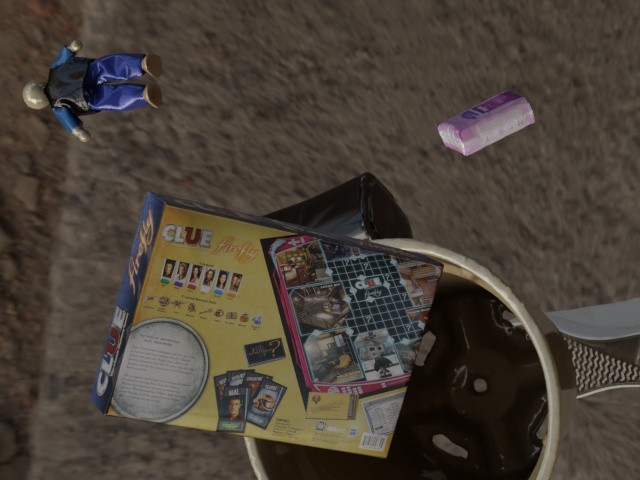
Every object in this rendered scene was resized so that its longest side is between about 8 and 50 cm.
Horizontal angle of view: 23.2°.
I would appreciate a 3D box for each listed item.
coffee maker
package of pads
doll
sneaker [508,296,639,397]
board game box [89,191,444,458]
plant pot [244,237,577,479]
[{"bbox_3d":[0.000,0.000,1.874,0.178,0.171,0.120,-23,67,27],"label":"coffee maker"},{"bbox_3d":[0.161,-0.114,1.513,0.083,0.050,0.032,-26,113,-11],"label":"package of pads"},{"bbox_3d":[-0.290,-0.187,1.943,0.189,0.046,0.129,-2,87,23],"label":"doll"},{"bbox_3d":[0.351,0.128,1.925,0.290,0.123,0.106,0,112,41],"label":"sneaker"},{"bbox_3d":[-0.037,0.068,1.191,0.243,0.042,0.165,13,97,-28],"label":"board game box"},{"bbox_3d":[0.130,0.163,1.659,0.333,0.305,0.334,0,90,23],"label":"plant pot"}]
